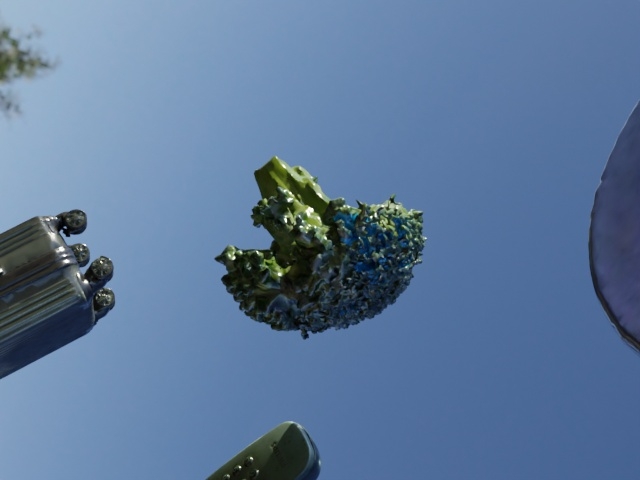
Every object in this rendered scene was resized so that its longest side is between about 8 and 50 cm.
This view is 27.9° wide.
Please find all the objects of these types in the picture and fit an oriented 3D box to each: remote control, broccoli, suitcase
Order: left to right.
[{"bbox_3d":[-0.395,0.092,1.509,0.128,0.312,0.202,60,-16,10],"label":"suitcase"},{"bbox_3d":[-0.085,0.240,1.105,0.222,0.042,0.072,-43,-134,14],"label":"remote control"},{"bbox_3d":[0.000,0.000,1.055,0.167,0.154,0.160,-32,-122,3],"label":"broccoli"}]

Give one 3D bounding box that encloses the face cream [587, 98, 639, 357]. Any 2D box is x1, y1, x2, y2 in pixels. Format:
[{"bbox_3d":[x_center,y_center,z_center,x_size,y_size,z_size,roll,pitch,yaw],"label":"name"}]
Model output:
[{"bbox_3d":[0.269,0.009,0.501,0.249,0.225,0.249,-42,-155,25],"label":"face cream"}]
